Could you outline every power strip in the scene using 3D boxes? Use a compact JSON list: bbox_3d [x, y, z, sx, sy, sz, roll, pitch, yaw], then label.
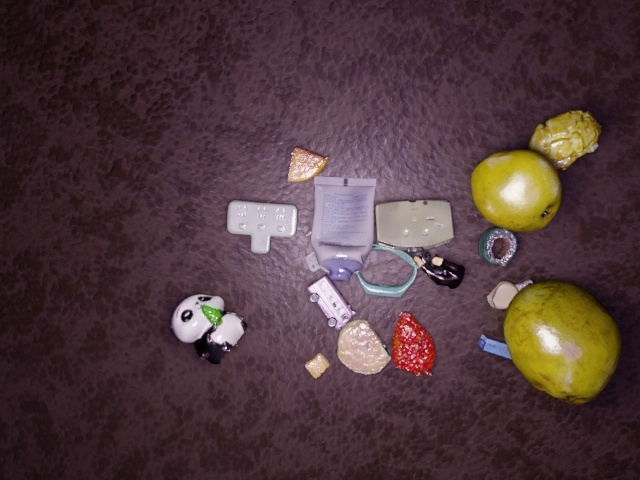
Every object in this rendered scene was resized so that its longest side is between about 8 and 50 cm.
[{"bbox_3d":[-0.222,-0.049,1.578,0.264,0.059,0.194,4,94,3],"label":"power strip"}]

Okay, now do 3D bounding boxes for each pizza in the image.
[{"bbox_3d":[-0.064,-0.289,1.558,0.178,0.041,0.131,-40,93,6],"label":"pizza"}]

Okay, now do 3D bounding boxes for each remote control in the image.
[{"bbox_3d":[0.052,0.039,1.573,0.229,0.044,0.073,-32,68,12],"label":"remote control"}]

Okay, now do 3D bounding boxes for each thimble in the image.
[{"bbox_3d":[0.640,0.019,1.504,0.118,0.090,0.135,17,97,5],"label":"thimble"}]

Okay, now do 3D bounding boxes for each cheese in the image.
[{"bbox_3d":[0.699,0.186,1.533,0.171,0.047,0.092,-43,93,6],"label":"cheese"}]

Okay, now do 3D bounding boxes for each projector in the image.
[{"bbox_3d":[0.336,-0.044,1.500,0.269,0.088,0.194,-2,72,4],"label":"projector"}]

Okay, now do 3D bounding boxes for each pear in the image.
[{"bbox_3d":[0.790,0.315,1.364,0.351,0.352,0.414,4,54,4],"label":"pear"},{"bbox_3d":[0.658,-0.164,1.389,0.294,0.294,0.295,0,94,4],"label":"pear"}]

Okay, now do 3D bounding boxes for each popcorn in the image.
[{"bbox_3d":[0.827,-0.341,1.414,0.221,0.204,0.184,-35,92,18],"label":"popcorn"}]

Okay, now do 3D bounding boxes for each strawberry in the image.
[{"bbox_3d":[0.356,0.388,1.547,0.174,0.098,0.228,3,95,3],"label":"strawberry"}]

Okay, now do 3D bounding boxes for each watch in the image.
[{"bbox_3d":[0.248,0.113,1.556,0.236,0.068,0.195,6,92,8],"label":"watch"}]

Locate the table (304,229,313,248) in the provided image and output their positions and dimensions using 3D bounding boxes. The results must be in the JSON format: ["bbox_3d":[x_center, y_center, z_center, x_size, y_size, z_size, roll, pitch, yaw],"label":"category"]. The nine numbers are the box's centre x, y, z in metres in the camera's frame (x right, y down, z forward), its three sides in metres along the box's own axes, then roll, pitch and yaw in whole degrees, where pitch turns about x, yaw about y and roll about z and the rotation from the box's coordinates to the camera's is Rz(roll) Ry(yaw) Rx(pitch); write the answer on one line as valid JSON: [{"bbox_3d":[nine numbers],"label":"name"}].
[{"bbox_3d":[0.000,0.000,1.547,0.079,0.062,0.083,-37,61,7],"label":"table"}]

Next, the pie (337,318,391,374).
[{"bbox_3d":[0.154,0.415,1.588,0.185,0.052,0.218,-32,93,4],"label":"pie"}]

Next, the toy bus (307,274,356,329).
[{"bbox_3d":[0.039,0.232,1.563,0.108,0.096,0.199,-37,88,1],"label":"toy bus"}]

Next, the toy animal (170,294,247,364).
[{"bbox_3d":[-0.417,0.316,1.548,0.266,0.212,0.212,43,96,-6],"label":"toy animal"}]

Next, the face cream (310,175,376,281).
[{"bbox_3d":[0.079,-0.054,1.466,0.234,0.137,0.421,2,63,5],"label":"face cream"}]

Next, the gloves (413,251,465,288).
[{"bbox_3d":[0.419,0.108,1.508,0.180,0.129,0.106,17,98,3],"label":"gloves"}]

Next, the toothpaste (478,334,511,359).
[{"bbox_3d":[0.732,0.419,1.538,0.272,0.066,0.053,18,96,2],"label":"toothpaste"}]

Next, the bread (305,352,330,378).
[{"bbox_3d":[-0.012,0.485,1.615,0.083,0.035,0.070,-43,91,-1],"label":"bread"}]
